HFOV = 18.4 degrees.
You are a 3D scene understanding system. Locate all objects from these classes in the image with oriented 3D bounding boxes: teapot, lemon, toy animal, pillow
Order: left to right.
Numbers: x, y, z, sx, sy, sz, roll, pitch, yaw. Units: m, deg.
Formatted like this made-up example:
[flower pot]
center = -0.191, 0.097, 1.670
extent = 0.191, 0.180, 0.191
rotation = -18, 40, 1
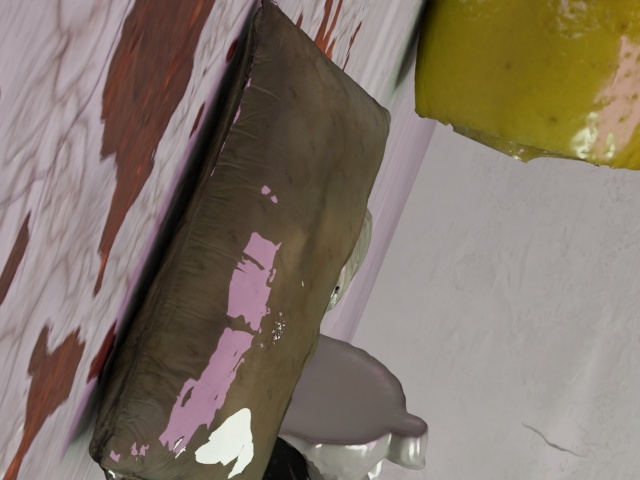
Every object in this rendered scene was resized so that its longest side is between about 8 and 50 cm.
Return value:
[pillow]
center = -0.044, 0.025, 1.199
extent = 0.185, 0.075, 0.302
rotation = 40, 67, -58
[toy animal]
center = -0.007, 0.266, 2.070
extent = 0.272, 0.206, 0.265
rotation = -65, 171, -63
[teapot]
center = 0.000, 0.000, 1.752
extent = 0.200, 0.077, 0.107
rotation = -54, 160, -74
[lemon]
center = 0.297, -0.264, 2.463
extent = 0.364, 0.364, 0.364
rotation = 21, 90, -85

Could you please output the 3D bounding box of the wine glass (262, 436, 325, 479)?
[wine glass]
center = -0.061, 0.228, 1.652
extent = 0.321, 0.143, 0.143
rotation = 76, 35, -82
